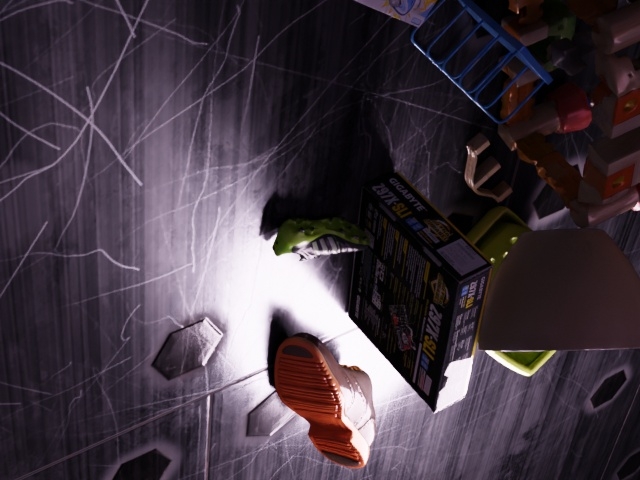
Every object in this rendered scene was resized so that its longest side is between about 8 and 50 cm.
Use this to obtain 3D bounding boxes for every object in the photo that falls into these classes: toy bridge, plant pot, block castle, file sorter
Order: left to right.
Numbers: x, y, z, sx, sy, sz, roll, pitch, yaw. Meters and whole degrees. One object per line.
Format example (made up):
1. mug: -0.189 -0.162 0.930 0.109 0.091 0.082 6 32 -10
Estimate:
1. file sorter: 0.232 -0.269 1.820 0.104 0.170 0.118 -47 145 9
2. toy bridge: 0.281 -0.117 2.154 0.063 0.026 0.188 -41 145 -1
3. plant pot: 0.351 0.082 2.276 0.227 0.207 0.228 -48 146 7
4. plant pot: 0.395 0.079 2.004 0.284 0.284 0.191 3 85 -46
5. block castle: 0.440 -0.266 1.919 0.213 0.303 0.453 -24 141 -15

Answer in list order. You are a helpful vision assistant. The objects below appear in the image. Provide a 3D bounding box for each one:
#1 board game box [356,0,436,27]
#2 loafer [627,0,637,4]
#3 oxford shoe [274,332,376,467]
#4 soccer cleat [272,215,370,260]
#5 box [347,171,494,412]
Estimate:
1. board game box: 0.103 -0.378 1.692 0.201 0.035 0.136 9 120 -49
2. loafer: 0.581 -0.501 1.953 0.130 0.134 0.366 -19 139 -31
3. oxford shoe: 0.015 0.262 2.242 0.132 0.130 0.363 -63 149 -32
4. soccer cleat: 0.000 0.000 1.977 0.179 0.060 0.072 5 133 -40
5. box: 0.156 0.087 2.042 0.079 0.257 0.322 -25 141 -27
